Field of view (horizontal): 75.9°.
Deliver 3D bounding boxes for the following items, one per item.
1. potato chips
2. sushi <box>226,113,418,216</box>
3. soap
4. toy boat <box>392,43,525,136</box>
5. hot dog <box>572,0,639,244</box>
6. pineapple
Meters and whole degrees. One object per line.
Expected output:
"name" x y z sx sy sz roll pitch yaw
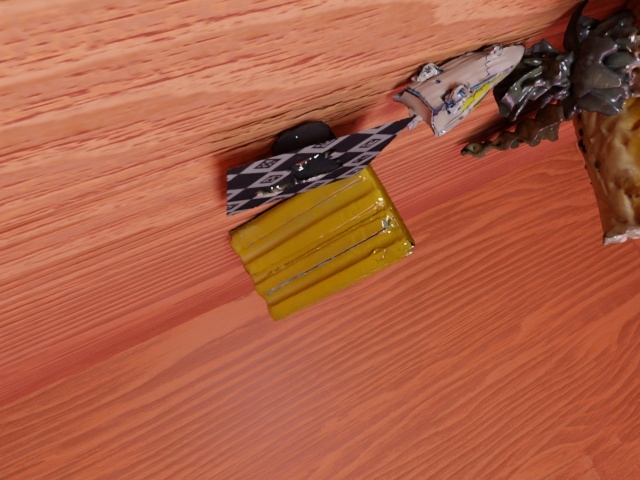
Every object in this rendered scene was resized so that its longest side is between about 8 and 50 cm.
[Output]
"potato chips" 0.557 -0.301 1.019 0.389 0.097 0.373 -21 170 -42
"sushi" -0.023 -0.111 0.549 0.231 0.047 0.219 -20 176 -16
"soap" 0.001 0.000 0.801 0.324 0.204 0.096 -28 -177 21
"toy boat" 0.192 -0.209 0.527 0.210 0.084 0.066 -33 152 -16
"hot dog" 0.570 -0.215 0.608 0.367 0.365 0.196 -20 162 33
"pineapple" 0.386 -0.238 0.532 0.310 0.170 0.141 -4 166 29
